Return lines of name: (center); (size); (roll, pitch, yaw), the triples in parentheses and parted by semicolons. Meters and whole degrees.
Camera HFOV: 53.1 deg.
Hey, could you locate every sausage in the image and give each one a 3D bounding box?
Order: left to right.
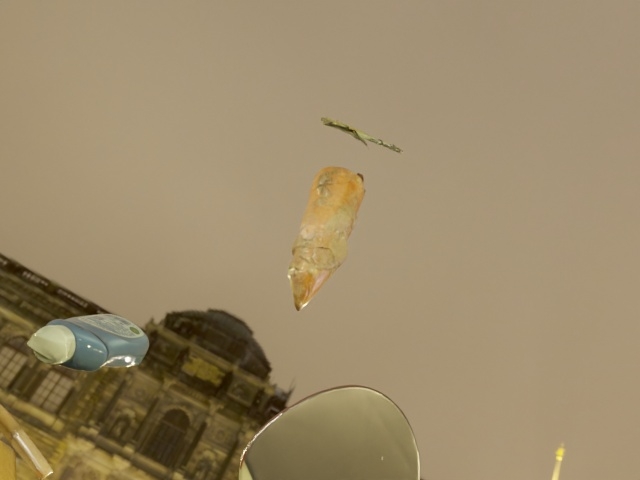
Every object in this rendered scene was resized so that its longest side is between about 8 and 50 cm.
sausage: (-0.424, 0.279, 0.900); (0.132, 0.024, 0.024); (48, -33, 7)

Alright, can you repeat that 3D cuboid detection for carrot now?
carrot: (0.000, 0.000, 1.053); (0.102, 0.263, 0.102); (14, -32, 9)

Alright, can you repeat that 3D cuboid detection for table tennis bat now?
table tennis bat: (-0.028, 0.232, 0.563); (0.154, 0.274, 0.021); (68, -23, -1)

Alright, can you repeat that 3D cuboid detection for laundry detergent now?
laundry detergent: (-0.465, 0.208, 1.280); (0.143, 0.094, 0.290); (30, 2, 13)

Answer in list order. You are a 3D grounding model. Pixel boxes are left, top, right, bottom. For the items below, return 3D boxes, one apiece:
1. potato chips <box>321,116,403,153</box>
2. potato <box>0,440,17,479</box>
potato chips: (0.089, -0.251, 1.520); (0.202, 0.029, 0.220); (29, 13, 17)
potato: (-0.441, 0.347, 0.755); (0.158, 0.203, 0.178); (56, 8, 32)
